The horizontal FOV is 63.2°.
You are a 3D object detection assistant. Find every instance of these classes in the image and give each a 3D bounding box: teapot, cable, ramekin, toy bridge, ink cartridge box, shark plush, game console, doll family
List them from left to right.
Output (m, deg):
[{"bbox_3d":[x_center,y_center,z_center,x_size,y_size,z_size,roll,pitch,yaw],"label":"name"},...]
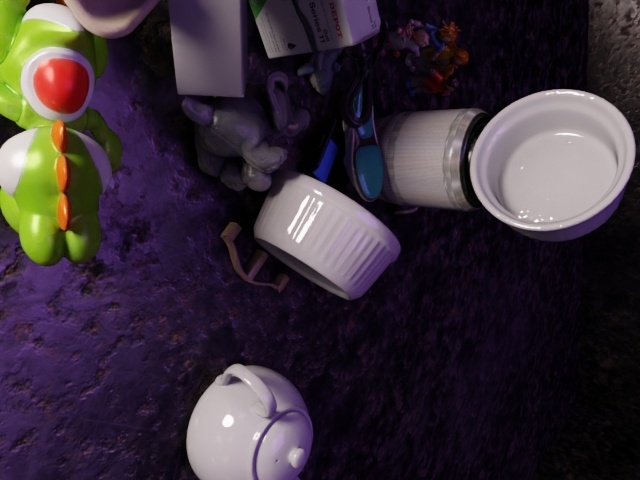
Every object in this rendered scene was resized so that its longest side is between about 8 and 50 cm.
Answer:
[{"bbox_3d":[-0.125,0.047,0.982,0.063,0.026,0.188,-58,134,-21],"label":"toy bridge"},{"bbox_3d":[-0.103,0.355,0.942,0.256,0.187,0.253,22,80,-47],"label":"teapot"},{"bbox_3d":[-0.017,-0.405,0.883,0.087,0.208,0.153,-43,126,-35],"label":"ink cartridge box"},{"bbox_3d":[0.000,0.000,0.948,0.127,0.272,0.273,-57,134,-10],"label":"ramekin"},{"bbox_3d":[0.018,-0.179,1.073,0.071,0.107,0.122,25,76,-19],"label":"game console"},{"bbox_3d":[0.026,-0.349,0.999,0.067,0.161,0.073,48,44,-5],"label":"shark plush"},{"bbox_3d":[0.080,-0.365,1.073,0.139,0.072,0.288,1,86,-39],"label":"cable"},{"bbox_3d":[0.252,-0.447,1.214,0.263,0.163,0.119,31,74,-47],"label":"doll family"},{"bbox_3d":[0.441,-0.132,0.994,0.135,0.277,0.278,31,74,-55],"label":"ramekin"}]

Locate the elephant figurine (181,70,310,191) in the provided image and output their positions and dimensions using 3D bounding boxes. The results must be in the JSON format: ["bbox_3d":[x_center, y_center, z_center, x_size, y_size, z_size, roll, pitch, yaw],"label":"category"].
[{"bbox_3d":[-0.110,-0.215,0.883,0.169,0.186,0.240,25,60,-4],"label":"elephant figurine"}]

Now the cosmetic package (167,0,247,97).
[{"bbox_3d":[-0.150,-0.329,0.707,0.127,0.107,0.238,-94,-175,-48],"label":"cosmetic package"}]

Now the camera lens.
[{"bbox_3d":[0.254,-0.183,1.180,0.219,0.274,0.220,-12,106,-47],"label":"camera lens"}]

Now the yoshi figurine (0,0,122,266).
[{"bbox_3d":[-0.339,-0.147,0.638,0.203,0.203,0.363,50,35,-85],"label":"yoshi figurine"}]

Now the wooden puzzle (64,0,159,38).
[{"bbox_3d":[-0.274,-0.437,0.570,0.348,0.080,0.322,58,22,-35],"label":"wooden puzzle"}]

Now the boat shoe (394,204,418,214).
[{"bbox_3d":[0.232,-0.104,1.342,0.152,0.056,0.049,-30,114,-52],"label":"boat shoe"}]

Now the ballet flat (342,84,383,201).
[{"bbox_3d":[0.083,-0.206,1.123,0.086,0.086,0.249,-7,94,-48],"label":"ballet flat"}]
